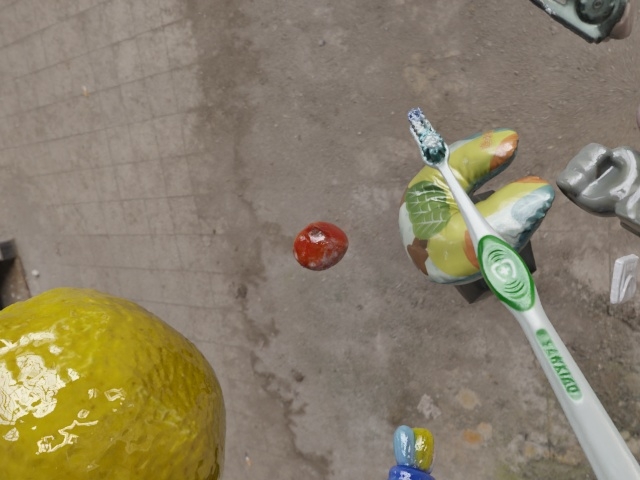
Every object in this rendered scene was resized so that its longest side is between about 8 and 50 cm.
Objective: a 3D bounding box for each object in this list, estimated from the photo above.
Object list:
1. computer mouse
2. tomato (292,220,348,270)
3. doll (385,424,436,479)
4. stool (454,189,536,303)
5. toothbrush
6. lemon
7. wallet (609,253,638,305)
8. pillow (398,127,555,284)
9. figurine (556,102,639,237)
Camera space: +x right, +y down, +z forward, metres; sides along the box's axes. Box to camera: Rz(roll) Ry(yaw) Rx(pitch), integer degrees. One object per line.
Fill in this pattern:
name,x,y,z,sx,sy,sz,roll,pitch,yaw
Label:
computer mouse,0.376,-0.459,0.801,0.388,0.200,0.115,25,129,-14
tomato,0.000,0.000,1.345,0.139,0.159,0.091,50,158,32
doll,0.174,0.548,0.864,0.186,0.376,0.366,-26,101,25
stool,0.352,0.014,1.069,0.141,0.232,0.233,-18,95,-7
toothbrush,0.130,0.029,0.334,0.030,0.030,0.304,-39,63,35
lemon,-0.179,0.149,0.383,0.204,0.204,0.260,1,134,33
wallet,0.792,0.101,1.268,0.031,0.182,0.125,8,98,45
pillow,0.198,-0.049,0.670,0.086,0.234,0.214,34,125,-26
figurine,0.337,-0.059,0.315,0.342,0.167,0.285,-10,71,30
